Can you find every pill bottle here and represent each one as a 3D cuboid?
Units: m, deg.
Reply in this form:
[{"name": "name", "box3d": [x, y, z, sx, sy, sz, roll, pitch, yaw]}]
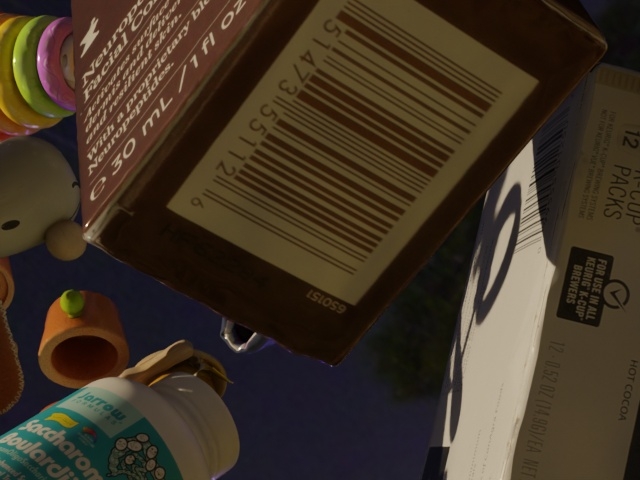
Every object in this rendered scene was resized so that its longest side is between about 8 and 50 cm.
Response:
[{"name": "pill bottle", "box3d": [-0.184, 0.197, 1.132, 0.264, 0.146, 0.146, -31, -41, -40]}]

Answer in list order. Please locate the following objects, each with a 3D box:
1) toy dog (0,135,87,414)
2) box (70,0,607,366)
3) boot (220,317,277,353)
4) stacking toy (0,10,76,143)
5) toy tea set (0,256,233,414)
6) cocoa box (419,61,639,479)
[{"name": "toy dog", "box3d": [-0.262, 0.086, 0.927, 0.333, 0.161, 0.220, -48, -13, 2]}, {"name": "box", "box3d": [-0.020, -0.139, 0.747, 0.143, 0.381, 0.191, 29, -68, -24]}, {"name": "boot", "box3d": [0.000, 0.000, 1.026, 0.086, 0.069, 0.190, -15, -43, -51]}, {"name": "stacking toy", "box3d": [-0.303, -0.193, 1.693, 0.175, 0.302, 0.165, 50, -131, -41]}, {"name": "toy tea set", "box3d": [-0.227, 0.127, 1.216, 0.200, 0.124, 0.336, -35, -51, 21]}, {"name": "cocoa box", "box3d": [0.194, 0.112, 0.855, 0.231, 0.228, 0.347, 128, 156, -80]}]
